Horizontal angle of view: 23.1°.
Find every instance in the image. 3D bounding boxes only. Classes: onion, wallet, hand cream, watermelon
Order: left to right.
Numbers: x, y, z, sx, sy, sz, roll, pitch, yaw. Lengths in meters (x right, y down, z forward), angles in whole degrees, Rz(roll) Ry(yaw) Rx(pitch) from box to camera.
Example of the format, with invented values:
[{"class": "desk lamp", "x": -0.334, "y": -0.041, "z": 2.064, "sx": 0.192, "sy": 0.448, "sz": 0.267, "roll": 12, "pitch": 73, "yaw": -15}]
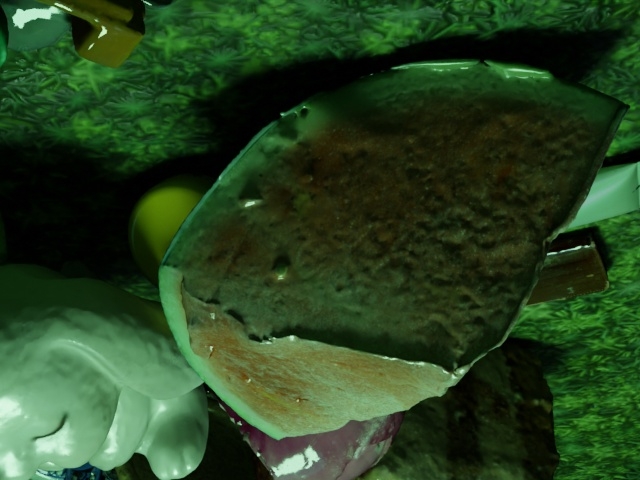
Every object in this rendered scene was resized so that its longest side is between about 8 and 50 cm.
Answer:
[{"class": "onion", "x": -0.011, "y": 0.126, "z": 1.443, "sx": 0.200, "sy": 0.201, "sz": 0.207, "roll": 12, "pitch": -171, "yaw": -26}, {"class": "watermelon", "x": 0.022, "y": -0.016, "z": 1.198, "sx": 0.222, "sy": 0.292, "sz": 0.319, "roll": 32, "pitch": 161, "yaw": -19}, {"class": "wallet", "x": 0.181, "y": 0.035, "z": 1.483, "sx": 0.176, "sy": 0.026, "sz": 0.095, "roll": -14, "pitch": 144, "yaw": 15}, {"class": "hand cream", "x": 0.186, "y": -0.027, "z": 1.352, "sx": 0.204, "sy": 0.050, "sz": 0.078, "roll": -13, "pitch": 148, "yaw": 6}]

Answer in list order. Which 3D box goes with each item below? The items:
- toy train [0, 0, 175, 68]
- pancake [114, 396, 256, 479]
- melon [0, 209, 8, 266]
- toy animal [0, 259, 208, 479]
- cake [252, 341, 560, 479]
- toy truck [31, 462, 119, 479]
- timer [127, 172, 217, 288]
[{"class": "toy train", "x": -0.228, "y": -0.232, "z": 0.818, "sx": 0.429, "sy": 0.178, "sz": 0.249, "roll": 19, "pitch": 134, "yaw": -36}, {"class": "pancake", "x": -0.131, "y": 0.224, "z": 1.622, "sx": 0.199, "sy": 0.199, "sz": 0.021, "roll": 12, "pitch": 128, "yaw": -27}, {"class": "melon", "x": -0.374, "y": 0.000, "z": 1.318, "sx": 0.209, "sy": 0.064, "sz": 0.118, "roll": 9, "pitch": 149, "yaw": -17}, {"class": "toy animal", "x": -0.235, "y": 0.103, "z": 1.286, "sx": 0.271, "sy": 0.206, "sz": 0.265, "roll": -3, "pitch": 168, "yaw": 18}, {"class": "cake", "x": 0.073, "y": 0.201, "z": 1.606, "sx": 0.293, "sy": 0.196, "sz": 0.199, "roll": 13, "pitch": 145, "yaw": -20}, {"class": "toy truck", "x": -0.226, "y": 0.228, "z": 1.674, "sx": 0.208, "sy": 0.126, "sz": 0.113, "roll": 11, "pitch": 147, "yaw": -26}, {"class": "timer", "x": -0.110, "y": 0.001, "z": 1.295, "sx": 0.107, "sy": 0.107, "sz": 0.109, "roll": -19, "pitch": -169, "yaw": 25}]
